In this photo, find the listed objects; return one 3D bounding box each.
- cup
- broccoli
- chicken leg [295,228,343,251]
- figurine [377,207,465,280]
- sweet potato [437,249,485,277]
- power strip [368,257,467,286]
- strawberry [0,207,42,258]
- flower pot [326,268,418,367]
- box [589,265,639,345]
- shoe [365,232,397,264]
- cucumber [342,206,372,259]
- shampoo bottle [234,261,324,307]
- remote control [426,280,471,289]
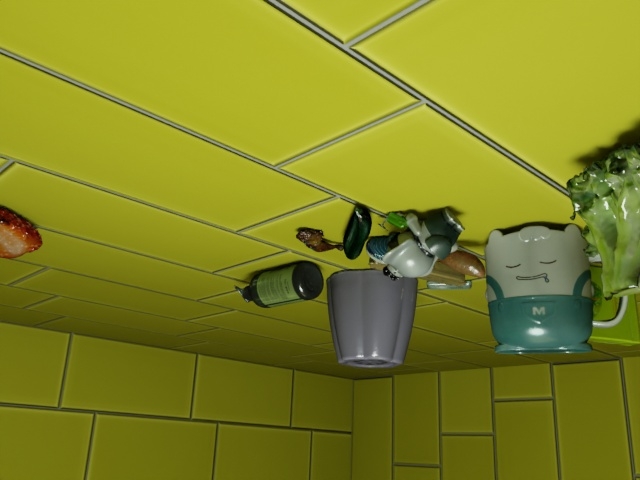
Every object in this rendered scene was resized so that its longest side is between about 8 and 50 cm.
[{"bbox_3d":[0.504,0.110,1.363,0.289,0.258,0.219,-4,165,19],"label":"cup"},{"bbox_3d":[0.510,-0.023,0.973,0.247,0.246,0.288,-4,162,36],"label":"broccoli"},{"bbox_3d":[-0.004,0.002,1.450,0.062,0.037,0.145,-23,150,25],"label":"chicken leg"},{"bbox_3d":[0.201,0.012,1.293,0.147,0.126,0.192,32,115,-36],"label":"figurine"},{"bbox_3d":[0.274,0.034,1.433,0.214,0.050,0.050,20,169,26],"label":"sweet potato"},{"bbox_3d":[0.252,0.070,1.596,0.305,0.044,0.064,13,158,-25],"label":"power strip"},{"bbox_3d":[-0.693,-0.028,1.395,0.121,0.082,0.188,-14,154,-11],"label":"strawberry"},{"bbox_3d":[0.136,0.225,1.762,0.264,0.243,0.265,5,160,2],"label":"flower pot"},{"bbox_3d":[0.627,0.149,1.551,0.334,0.187,0.047,8,159,-13],"label":"box"},{"bbox_3d":[0.169,0.013,1.413,0.142,0.064,0.071,3,146,19],"label":"shoe"},{"bbox_3d":[0.078,-0.007,1.375,0.056,0.056,0.284,3,161,0],"label":"cucumber"},{"bbox_3d":[-0.122,0.129,1.721,0.283,0.101,0.101,-16,154,42],"label":"shampoo bottle"},{"bbox_3d":[0.362,0.126,1.777,0.124,0.018,0.053,-2,162,14],"label":"remote control"}]
